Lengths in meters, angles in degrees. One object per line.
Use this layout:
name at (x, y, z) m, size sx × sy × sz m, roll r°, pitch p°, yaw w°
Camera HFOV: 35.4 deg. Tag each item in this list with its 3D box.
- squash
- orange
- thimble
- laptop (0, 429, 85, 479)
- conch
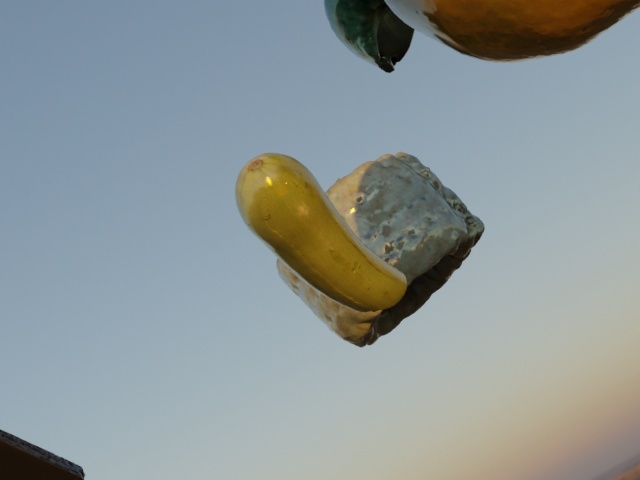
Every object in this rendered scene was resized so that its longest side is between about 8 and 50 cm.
squash at (0.000, 0.000, 1.012) m, size 0.083 × 0.083 × 0.250 m, roll -33°, pitch -47°, yaw 14°
orange at (0.164, -0.277, 0.804) m, size 0.235 × 0.279 × 0.279 m, roll 5°, pitch -38°, yaw -47°
thimble at (0.091, 0.013, 1.541) m, size 0.291 × 0.195 × 0.291 m, roll -41°, pitch -14°, yaw -13°
laptop at (-0.292, 0.211, 0.766) m, size 0.135 × 0.016 × 0.197 m, roll 35°, pitch -70°, yaw -31°
conch at (0.094, -0.402, 1.635) m, size 0.202 × 0.134 × 0.196 m, roll -57°, pitch -28°, yaw 4°
